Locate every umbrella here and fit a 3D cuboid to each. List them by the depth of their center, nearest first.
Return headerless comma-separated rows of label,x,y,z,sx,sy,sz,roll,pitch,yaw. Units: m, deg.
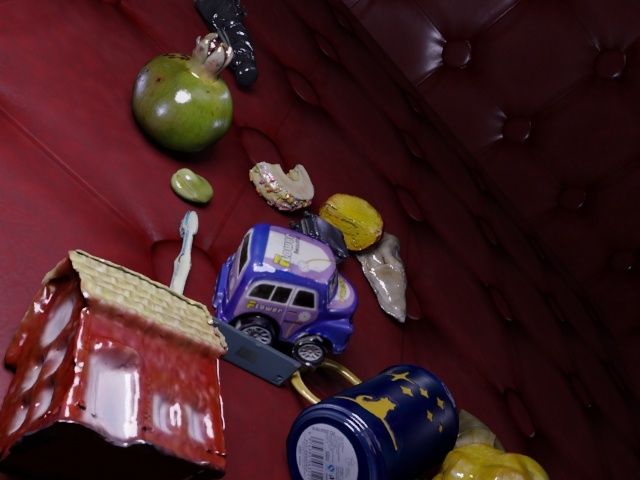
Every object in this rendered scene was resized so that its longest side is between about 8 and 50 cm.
umbrella,-0.222,-0.524,1.444,0.106,0.113,0.358,52,16,-59

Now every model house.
model house,-0.218,0.134,0.636,0.196,0.160,0.254,33,32,-36

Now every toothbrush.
toothbrush,-0.211,0.059,0.873,0.026,0.028,0.294,34,33,-30

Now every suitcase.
suitcase,0.000,0.000,1.246,0.126,0.059,0.086,30,36,-41

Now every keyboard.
keyboard,-0.109,0.168,0.880,0.176,0.055,0.014,35,22,-32

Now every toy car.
toy car,-0.042,0.077,0.941,0.235,0.158,0.172,18,37,-15

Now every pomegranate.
pomegranate,-0.223,-0.245,1.021,0.179,0.210,0.179,15,70,-44

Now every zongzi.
zongzi,0.332,0.476,1.203,0.256,0.115,0.228,11,58,-84

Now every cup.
cup,0.047,0.295,0.920,0.256,0.255,0.179,0,96,-55

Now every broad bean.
broad bean,-0.219,-0.092,1.023,0.083,0.045,0.063,27,25,-54

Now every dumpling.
dumpling,0.156,0.038,1.425,0.166,0.086,0.332,42,25,-27

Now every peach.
peach,0.063,-0.038,1.353,0.172,0.092,0.127,12,44,-28

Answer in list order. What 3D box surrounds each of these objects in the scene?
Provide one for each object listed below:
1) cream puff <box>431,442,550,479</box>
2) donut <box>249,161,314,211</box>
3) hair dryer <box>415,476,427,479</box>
cream puff,0.223,0.477,0.840,0.257,0.291,0.325,-10,91,-33
donut,-0.072,-0.107,1.246,0.166,0.065,0.108,-3,61,-60
hair dryer,0.216,0.452,1.043,0.197,0.100,0.057,34,-10,-6
